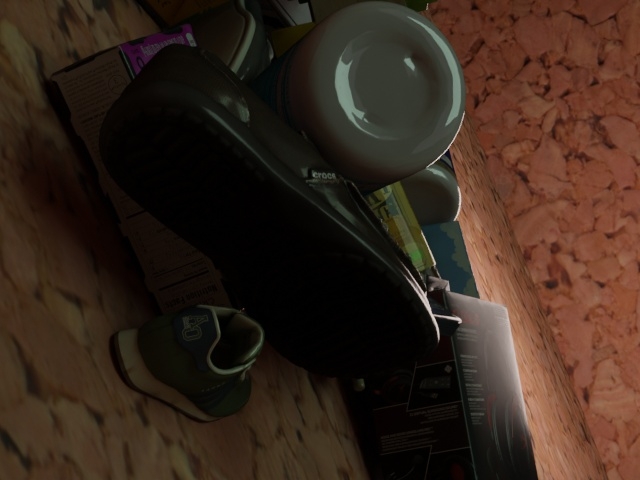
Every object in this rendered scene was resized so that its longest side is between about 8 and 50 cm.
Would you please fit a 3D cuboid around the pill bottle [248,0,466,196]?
[{"bbox_3d":[0.011,-0.106,1.181,0.146,0.146,0.264,66,-21,-1],"label":"pill bottle"}]

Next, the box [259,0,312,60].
[{"bbox_3d":[-0.009,-0.313,1.758,0.290,0.087,0.169,42,66,-55],"label":"box"}]

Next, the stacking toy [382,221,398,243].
[{"bbox_3d":[-0.004,-0.078,1.506,0.221,0.052,0.167,59,-10,-23],"label":"stacking toy"}]

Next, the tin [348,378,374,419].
[{"bbox_3d":[0.045,0.118,1.541,0.189,0.040,0.106,65,19,-7],"label":"tin"}]

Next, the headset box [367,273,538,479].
[{"bbox_3d":[0.147,0.185,1.508,0.218,0.110,0.293,17,61,-63],"label":"headset box"}]

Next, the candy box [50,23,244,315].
[{"bbox_3d":[-0.117,-0.054,1.126,0.233,0.071,0.159,67,20,-9],"label":"candy box"}]

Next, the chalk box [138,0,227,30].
[{"bbox_3d":[-0.144,-0.400,1.385,0.180,0.179,0.289,48,24,-52],"label":"chalk box"}]

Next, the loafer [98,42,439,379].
[{"bbox_3d":[-0.019,-0.024,1.048,0.366,0.134,0.130,50,31,-38],"label":"loafer"}]

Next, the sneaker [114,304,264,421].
[{"bbox_3d":[-0.077,0.093,1.046,0.192,0.086,0.064,34,35,-64],"label":"sneaker"}]

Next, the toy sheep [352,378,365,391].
[{"bbox_3d":[0.025,0.100,1.407,0.091,0.091,0.132,48,27,-51],"label":"toy sheep"}]

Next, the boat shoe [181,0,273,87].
[{"bbox_3d":[-0.090,-0.177,1.371,0.095,0.112,0.335,54,15,-25],"label":"boat shoe"}]

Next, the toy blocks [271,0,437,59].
[{"bbox_3d":[0.044,-0.238,1.530,0.261,0.191,0.381,73,4,-69],"label":"toy blocks"}]

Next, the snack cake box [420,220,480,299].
[{"bbox_3d":[0.168,0.123,1.773,0.152,0.089,0.264,84,-3,-50],"label":"snack cake box"}]

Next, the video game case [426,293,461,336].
[{"bbox_3d":[0.000,0.000,1.297,0.274,0.026,0.196,39,9,20],"label":"video game case"}]

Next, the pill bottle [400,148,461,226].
[{"bbox_3d":[0.101,-0.130,1.883,0.153,0.153,0.264,53,20,-42],"label":"pill bottle"}]

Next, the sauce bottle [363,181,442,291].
[{"bbox_3d":[0.039,-0.073,1.674,0.344,0.111,0.111,65,15,2],"label":"sauce bottle"}]
